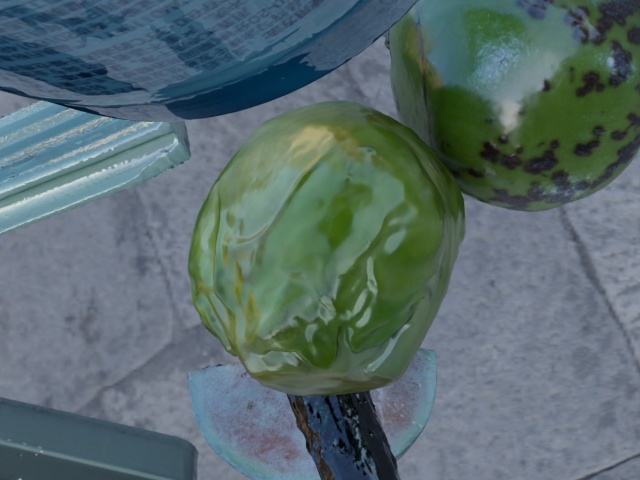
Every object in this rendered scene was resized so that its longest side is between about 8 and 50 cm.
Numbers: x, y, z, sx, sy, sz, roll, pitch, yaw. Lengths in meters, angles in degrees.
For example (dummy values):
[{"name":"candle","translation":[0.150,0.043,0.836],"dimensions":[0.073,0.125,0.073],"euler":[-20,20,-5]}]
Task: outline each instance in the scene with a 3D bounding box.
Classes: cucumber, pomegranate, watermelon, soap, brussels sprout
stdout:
[{"name":"cucumber","translation":[0.014,0.155,1.000],"dimensions":[0.303,0.072,0.081],"euler":[63,145,28]},{"name":"pomegranate","translation":[0.180,-0.143,0.916],"dimensions":[0.270,0.254,0.254],"euler":[19,99,3]},{"name":"watermelon","translation":[0.000,0.251,1.490],"dimensions":[0.321,0.175,0.188],"euler":[-6,66,9]},{"name":"soap","translation":[-0.223,-0.086,1.031],"dimensions":[0.198,0.063,0.114],"euler":[-20,44,6]},{"name":"brussels sprout","translation":[0.000,0.000,0.823],"dimensions":[0.223,0.161,0.223],"euler":[-10,59,16]}]

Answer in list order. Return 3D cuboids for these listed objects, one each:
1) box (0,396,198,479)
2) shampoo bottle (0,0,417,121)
[{"name":"box","translation":[-0.422,0.399,1.676],"dimensions":[0.396,0.396,0.111],"euler":[-57,26,37]},{"name":"shampoo bottle","translation":[-0.113,-0.223,0.365],"dimensions":[0.331,0.342,0.331],"euler":[-1,88,16]}]
